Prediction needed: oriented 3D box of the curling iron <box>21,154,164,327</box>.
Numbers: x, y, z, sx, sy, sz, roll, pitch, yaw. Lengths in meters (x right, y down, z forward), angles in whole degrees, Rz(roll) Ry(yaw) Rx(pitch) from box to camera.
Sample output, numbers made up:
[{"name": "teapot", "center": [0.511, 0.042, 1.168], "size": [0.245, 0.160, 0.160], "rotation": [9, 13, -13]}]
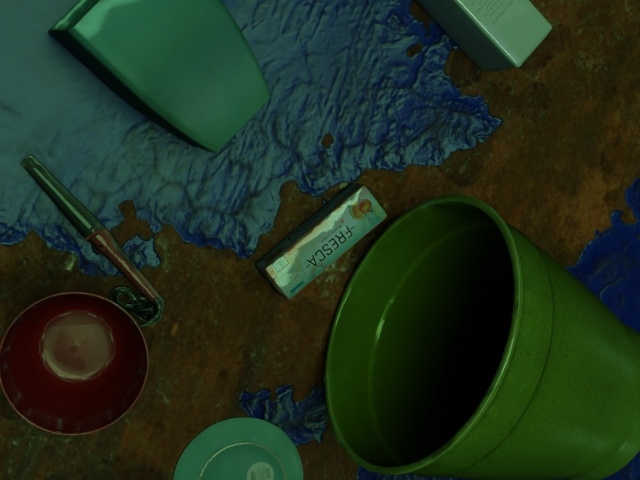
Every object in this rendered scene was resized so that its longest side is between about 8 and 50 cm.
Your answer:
[{"name": "curling iron", "center": [-0.296, 0.005, 1.349], "size": [0.068, 0.035, 0.274], "rotation": [-36, 105, -12]}]

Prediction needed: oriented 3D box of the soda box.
[{"name": "soda box", "center": [0.000, 0.000, 1.429], "size": [0.183, 0.063, 0.058], "rotation": [-40, 106, -10]}]

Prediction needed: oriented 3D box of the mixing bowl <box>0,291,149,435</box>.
[{"name": "mixing bowl", "center": [-0.310, 0.144, 1.319], "size": [0.181, 0.098, 0.181], "rotation": [-2, 99, -11]}]

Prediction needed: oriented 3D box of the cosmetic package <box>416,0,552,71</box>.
[{"name": "cosmetic package", "center": [0.197, -0.341, 1.432], "size": [0.231, 0.117, 0.085], "rotation": [42, 84, -18]}]

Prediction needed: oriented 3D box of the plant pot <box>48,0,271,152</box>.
[{"name": "plant pot", "center": [-0.187, -0.230, 1.303], "size": [0.165, 0.166, 0.234], "rotation": [-46, 114, -9]}]

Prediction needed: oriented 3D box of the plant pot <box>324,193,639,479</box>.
[{"name": "plant pot", "center": [0.254, 0.170, 1.404], "size": [0.353, 0.366, 0.366], "rotation": [23, 88, -31]}]

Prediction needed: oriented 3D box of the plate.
[{"name": "plate", "center": [-0.111, 0.339, 1.447], "size": [0.188, 0.024, 0.188], "rotation": [-1, 95, -17]}]
